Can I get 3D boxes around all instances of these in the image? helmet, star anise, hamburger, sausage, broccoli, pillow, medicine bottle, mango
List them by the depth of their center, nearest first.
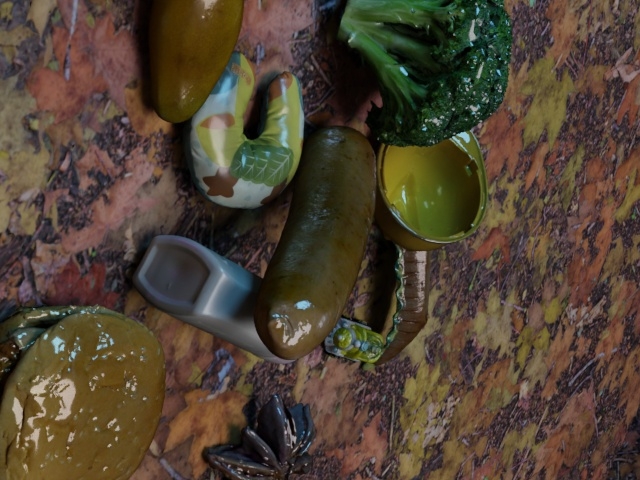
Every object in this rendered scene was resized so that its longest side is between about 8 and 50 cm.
[{"bbox_3d":[-0.322,0.210,1.713,0.283,0.144,0.259,0,110,-48],"label":"hamburger"},{"bbox_3d":[-0.164,-0.260,1.723,0.136,0.099,0.227,-19,130,-53],"label":"mango"},{"bbox_3d":[-0.106,-0.150,1.879,0.233,0.086,0.214,16,83,-53],"label":"pillow"},{"bbox_3d":[0.001,0.003,1.885,0.501,0.123,0.136,-74,145,-52],"label":"sausage"},{"bbox_3d":[-0.122,0.090,1.897,0.296,0.161,0.111,35,82,-53],"label":"medicine bottle"},{"bbox_3d":[0.153,-0.282,2.021,0.308,0.275,0.308,-158,-90,-85],"label":"broccoli"},{"bbox_3d":[-0.086,0.344,2.148,0.236,0.093,0.229,-8,119,-47],"label":"star anise"},{"bbox_3d":[0.157,-0.078,2.207,0.140,0.205,0.257,131,-25,-51],"label":"helmet"}]

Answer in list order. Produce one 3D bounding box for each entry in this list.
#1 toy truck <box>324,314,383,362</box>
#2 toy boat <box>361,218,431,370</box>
[{"bbox_3d":[0.059,0.171,2.257,0.111,0.077,0.076,20,90,-55],"label":"toy truck"},{"bbox_3d":[0.141,0.097,2.321,0.108,0.099,0.293,-47,147,-71],"label":"toy boat"}]
